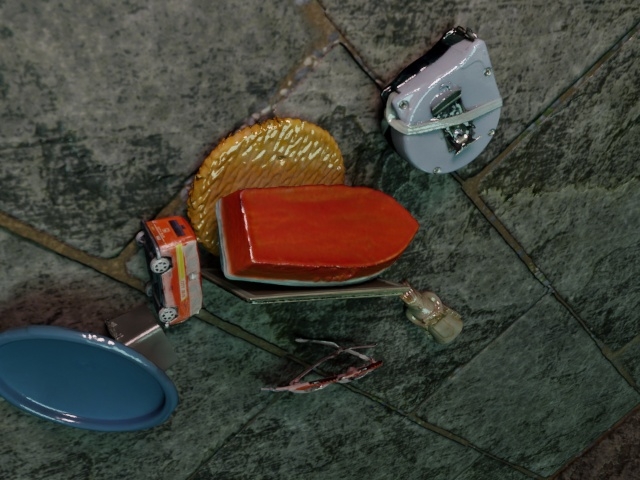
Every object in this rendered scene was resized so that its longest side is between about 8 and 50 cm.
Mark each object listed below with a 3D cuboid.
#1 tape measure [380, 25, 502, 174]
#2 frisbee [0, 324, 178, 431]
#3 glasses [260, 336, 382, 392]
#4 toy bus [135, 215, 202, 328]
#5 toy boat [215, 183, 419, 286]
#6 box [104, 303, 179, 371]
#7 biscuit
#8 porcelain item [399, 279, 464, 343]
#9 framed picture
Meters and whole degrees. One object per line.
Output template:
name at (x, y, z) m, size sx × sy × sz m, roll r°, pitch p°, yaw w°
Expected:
tape measure at (0.183, -0.192, 0.941) m, size 0.182 × 0.107 × 0.181 m, roll -41°, pitch 129°, yaw 2°
frisbee at (-0.353, 0.201, 0.934) m, size 0.290 × 0.049 × 0.289 m, roll 3°, pitch 138°, yaw 3°
glasses at (0.002, 0.248, 1.241) m, size 0.256 × 0.095 × 0.162 m, roll -5°, pitch 156°, yaw -30°
toy bus at (-0.217, 0.048, 0.925) m, size 0.077 × 0.079 × 0.174 m, roll -19°, pitch 135°, yaw -24°
toy boat at (0.000, 0.000, 0.926) m, size 0.332 × 0.145 × 0.133 m, roll -1°, pitch 162°, yaw -33°
box at (-0.276, 0.161, 0.984) m, size 0.069 × 0.084 × 0.122 m, roll -32°, pitch 137°, yaw -18°
biscuit at (-0.077, -0.069, 0.938) m, size 0.254 × 0.035 × 0.253 m, roll -17°, pitch 132°, yaw -19°
porcelain item at (0.221, 0.147, 1.287) m, size 0.084 × 0.054 × 0.213 m, roll -44°, pitch 135°, yaw 6°
framed picture at (-0.032, 0.064, 0.963) m, size 0.275 × 0.217 × 0.017 m, roll 0°, pitch 98°, yaw -29°
